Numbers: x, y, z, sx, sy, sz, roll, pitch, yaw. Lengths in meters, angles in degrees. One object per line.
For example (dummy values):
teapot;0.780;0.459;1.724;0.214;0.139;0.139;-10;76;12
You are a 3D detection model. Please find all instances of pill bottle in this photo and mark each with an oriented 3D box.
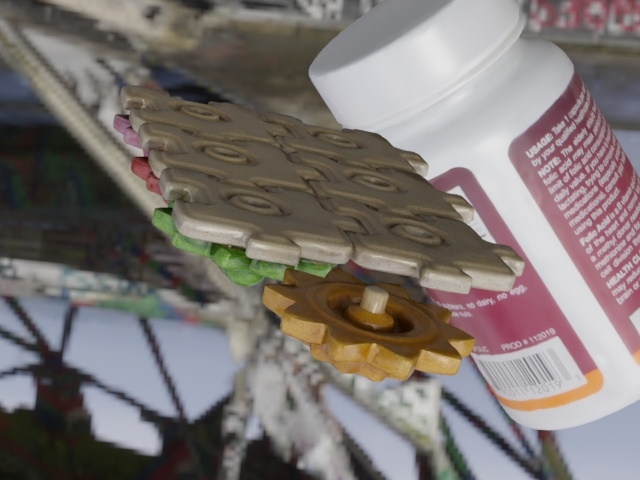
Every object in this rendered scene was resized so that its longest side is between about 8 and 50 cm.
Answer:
pill bottle;0.170;-0.042;1.458;0.224;0.392;0.224;-30;-163;10

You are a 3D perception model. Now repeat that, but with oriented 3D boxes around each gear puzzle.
gear puzzle;0.000;0.000;0.764;0.175;0.044;0.339;10;-163;-17
